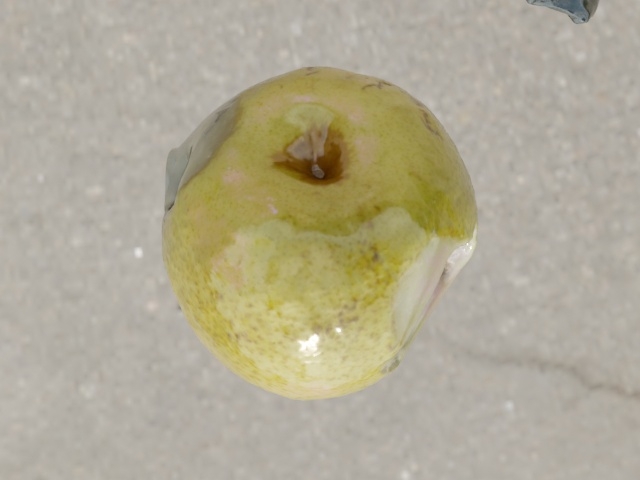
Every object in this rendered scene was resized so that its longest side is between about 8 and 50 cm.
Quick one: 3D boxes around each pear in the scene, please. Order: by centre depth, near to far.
[{"bbox_3d":[0.000,0.000,1.573,0.271,0.271,0.271,-7,141,-6],"label":"pear"}]

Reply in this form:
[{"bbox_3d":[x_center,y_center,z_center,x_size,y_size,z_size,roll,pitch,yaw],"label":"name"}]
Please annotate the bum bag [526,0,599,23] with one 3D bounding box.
[{"bbox_3d":[0.160,-0.214,1.204,0.049,0.198,0.087,-16,130,41],"label":"bum bag"}]
